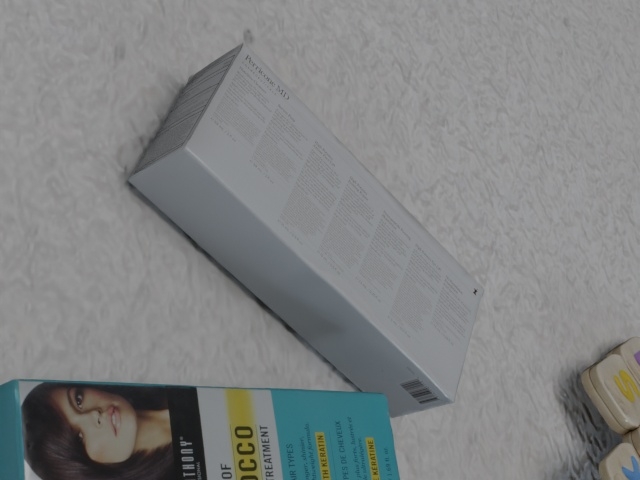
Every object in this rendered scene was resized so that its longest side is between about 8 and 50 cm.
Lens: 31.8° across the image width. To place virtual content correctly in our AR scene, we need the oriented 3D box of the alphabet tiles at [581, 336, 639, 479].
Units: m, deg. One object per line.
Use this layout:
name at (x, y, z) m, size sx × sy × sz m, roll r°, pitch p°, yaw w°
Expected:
alphabet tiles at (0.311, 0.210, 0.894) m, size 0.284 × 0.021 × 0.278 m, roll 58°, pitch 28°, yaw 11°

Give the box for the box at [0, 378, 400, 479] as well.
box at (-0.060, 0.128, 0.574) m, size 0.244 × 0.060 × 0.100 m, roll 9°, pitch 65°, yaw -44°

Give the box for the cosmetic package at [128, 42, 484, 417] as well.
cosmetic package at (0.000, 0.000, 0.697) m, size 0.239 × 0.060 × 0.099 m, roll 44°, pitch 47°, yaw -23°
